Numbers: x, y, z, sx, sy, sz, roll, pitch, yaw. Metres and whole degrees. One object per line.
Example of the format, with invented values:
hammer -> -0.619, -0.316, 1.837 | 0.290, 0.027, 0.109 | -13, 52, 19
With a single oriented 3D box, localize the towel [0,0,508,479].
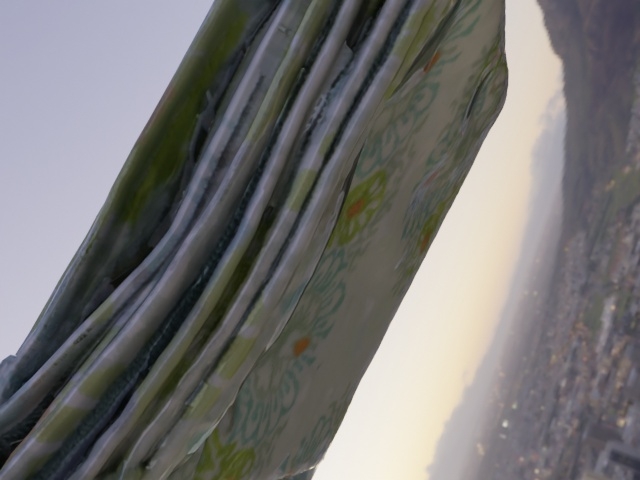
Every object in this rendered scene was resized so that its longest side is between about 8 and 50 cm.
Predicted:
towel -> 0.000, 0.000, 0.478 | 0.320, 0.090, 0.374 | -60, -14, -1
